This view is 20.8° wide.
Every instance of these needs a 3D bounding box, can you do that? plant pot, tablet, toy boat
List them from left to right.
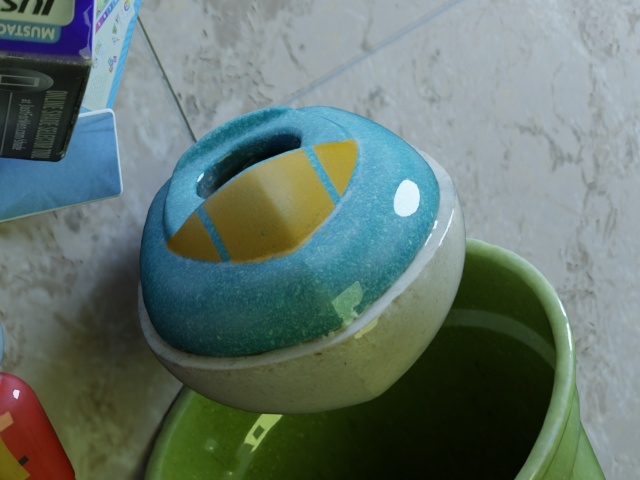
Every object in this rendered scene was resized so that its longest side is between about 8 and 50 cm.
[{"bbox_3d":[-0.155,-0.044,1.009,0.083,0.006,0.054,-14,110,-28],"label":"tablet"},{"bbox_3d":[-0.077,0.026,0.957,0.318,0.267,0.148,-30,114,-6],"label":"toy boat"},{"bbox_3d":[0.074,0.182,1.049,0.254,0.276,0.276,54,54,-36],"label":"plant pot"}]

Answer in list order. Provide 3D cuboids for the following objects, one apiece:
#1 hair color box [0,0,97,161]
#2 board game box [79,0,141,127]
[{"bbox_3d":[-0.166,-0.228,0.905,0.110,0.185,0.339,3,77,-12],"label":"hair color box"},{"bbox_3d":[-0.155,-0.155,1.029,0.103,0.026,0.154,26,68,-35],"label":"board game box"}]
